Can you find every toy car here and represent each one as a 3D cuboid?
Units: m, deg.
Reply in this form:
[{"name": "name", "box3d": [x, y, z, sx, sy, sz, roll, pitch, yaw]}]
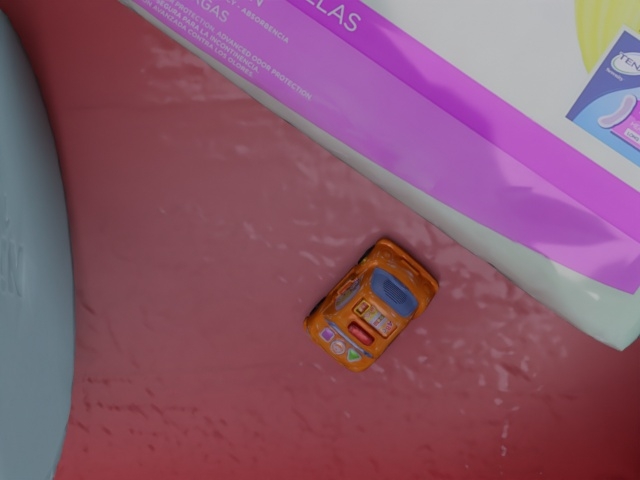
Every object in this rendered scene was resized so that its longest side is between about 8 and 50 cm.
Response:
[{"name": "toy car", "box3d": [0.000, 0.000, 0.792, 0.060, 0.040, 0.122, -29, 103, 14]}]

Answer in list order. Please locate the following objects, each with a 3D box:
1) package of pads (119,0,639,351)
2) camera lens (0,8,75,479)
[{"name": "package of pads", "box3d": [0.056, -0.139, 0.689, 0.296, 0.101, 0.229, 35, 108, 5]}, {"name": "camera lens", "box3d": [-0.251, 0.016, 0.729, 0.274, 0.219, 0.219, -6, 107, 7]}]
